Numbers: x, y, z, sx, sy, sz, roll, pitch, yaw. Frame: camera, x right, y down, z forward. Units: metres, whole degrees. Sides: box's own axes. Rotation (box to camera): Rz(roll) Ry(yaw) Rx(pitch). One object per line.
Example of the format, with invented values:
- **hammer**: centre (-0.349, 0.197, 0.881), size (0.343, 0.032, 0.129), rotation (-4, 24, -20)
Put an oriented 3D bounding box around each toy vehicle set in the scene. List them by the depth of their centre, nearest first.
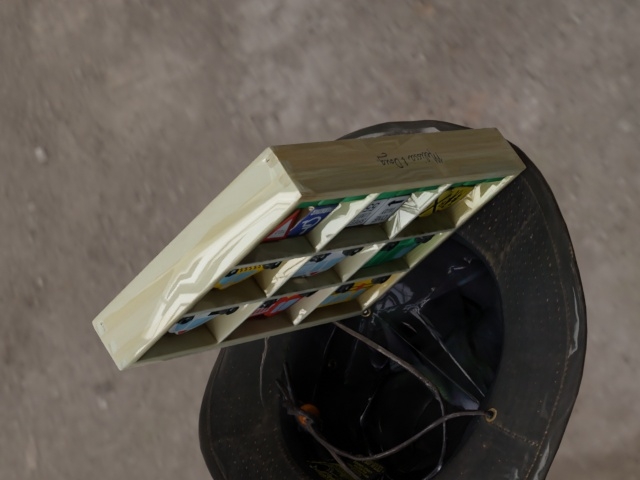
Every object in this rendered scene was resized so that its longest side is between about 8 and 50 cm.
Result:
- **toy vehicle set**: centre (0.000, 0.000, 1.226), size (0.166, 0.035, 0.267), rotation (-43, 162, 29)

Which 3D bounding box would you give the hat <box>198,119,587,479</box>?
- **hat**: centre (0.076, 0.090, 1.381), size (0.134, 0.331, 0.331), rotation (22, 112, -49)
